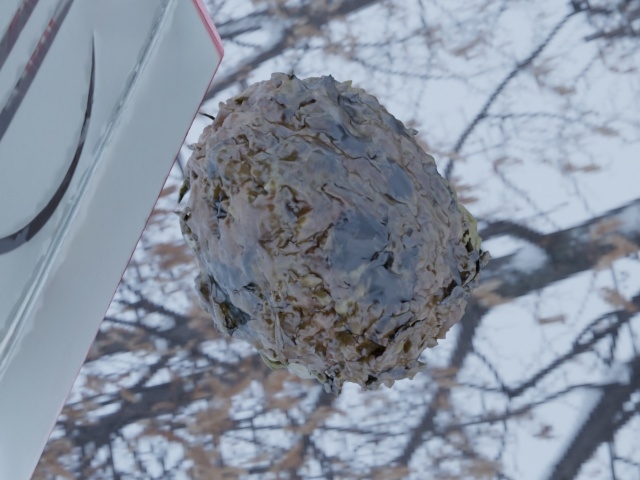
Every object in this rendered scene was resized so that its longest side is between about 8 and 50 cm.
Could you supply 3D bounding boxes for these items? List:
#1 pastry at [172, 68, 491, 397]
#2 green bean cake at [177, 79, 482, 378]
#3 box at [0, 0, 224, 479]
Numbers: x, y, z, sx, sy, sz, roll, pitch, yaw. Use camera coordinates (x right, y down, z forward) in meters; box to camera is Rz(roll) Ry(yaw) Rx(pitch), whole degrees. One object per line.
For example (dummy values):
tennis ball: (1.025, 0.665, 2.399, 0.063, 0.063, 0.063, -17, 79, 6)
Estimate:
pastry: (0.000, 0.000, 1.137, 0.275, 0.193, 0.275, 38, -152, -25)
green bean cake: (0.004, -0.008, 1.344, 0.224, 0.131, 0.229, -36, -97, -22)
box: (-0.276, -0.084, 0.718, 0.300, 0.312, 0.314, 64, -138, -54)
